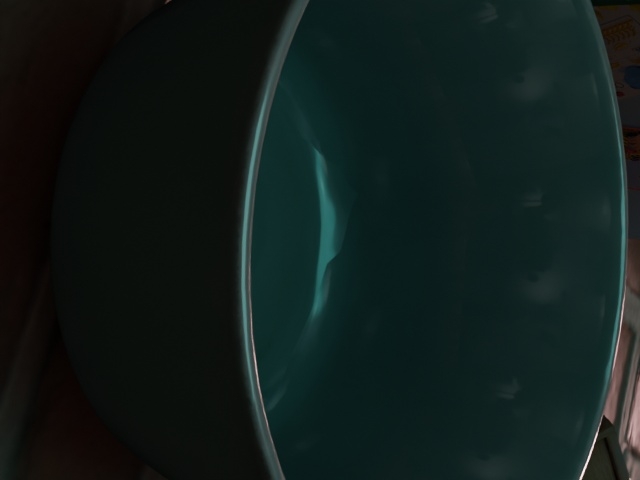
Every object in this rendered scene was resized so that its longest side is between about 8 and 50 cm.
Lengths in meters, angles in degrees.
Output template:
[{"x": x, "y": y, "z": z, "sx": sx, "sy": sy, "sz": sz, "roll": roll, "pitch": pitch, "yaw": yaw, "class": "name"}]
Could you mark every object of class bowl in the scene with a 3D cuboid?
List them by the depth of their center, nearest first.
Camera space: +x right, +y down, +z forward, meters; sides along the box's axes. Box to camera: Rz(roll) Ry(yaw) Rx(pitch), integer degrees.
[{"x": 0.000, "y": 0.000, "z": 0.641, "sx": 0.311, "sy": 0.163, "sz": 0.311, "roll": -7, "pitch": 98, "yaw": -55, "class": "bowl"}]

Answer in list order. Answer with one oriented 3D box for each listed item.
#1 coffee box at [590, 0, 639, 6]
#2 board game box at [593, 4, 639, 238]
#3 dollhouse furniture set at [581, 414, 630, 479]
[{"x": 0.086, "y": -0.172, "z": 0.733, "sx": 0.040, "sy": 0.184, "sz": 0.113, "roll": 44, "pitch": 56, "yaw": -50, "class": "coffee box"}, {"x": 0.282, "y": -0.150, "z": 1.047, "sx": 0.142, "sy": 0.144, "sz": 0.275, "roll": -51, "pitch": 132, "yaw": -41, "class": "board game box"}, {"x": 0.215, "y": 0.244, "z": 0.787, "sx": 0.303, "sy": 0.355, "sz": 0.174, "roll": -26, "pitch": 119, "yaw": -8, "class": "dollhouse furniture set"}]
